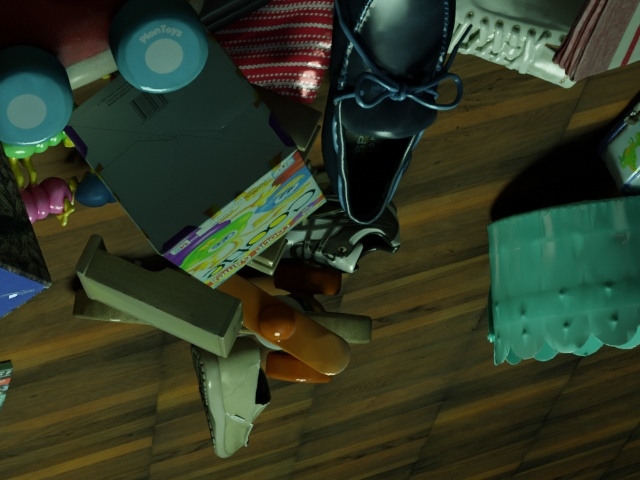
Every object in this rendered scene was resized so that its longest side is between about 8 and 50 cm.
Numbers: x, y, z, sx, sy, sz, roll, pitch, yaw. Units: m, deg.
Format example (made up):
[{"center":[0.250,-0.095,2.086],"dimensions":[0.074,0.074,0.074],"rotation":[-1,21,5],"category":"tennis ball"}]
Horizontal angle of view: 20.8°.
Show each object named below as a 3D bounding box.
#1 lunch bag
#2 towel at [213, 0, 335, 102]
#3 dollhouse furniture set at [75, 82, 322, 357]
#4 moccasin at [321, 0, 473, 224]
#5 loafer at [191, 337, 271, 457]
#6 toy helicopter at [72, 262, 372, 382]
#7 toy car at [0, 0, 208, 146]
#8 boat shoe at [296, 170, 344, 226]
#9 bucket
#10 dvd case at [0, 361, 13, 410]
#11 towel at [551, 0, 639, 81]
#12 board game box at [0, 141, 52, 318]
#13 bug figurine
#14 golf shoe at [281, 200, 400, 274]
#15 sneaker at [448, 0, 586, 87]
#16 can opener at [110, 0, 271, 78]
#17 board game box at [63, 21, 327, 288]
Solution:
[{"center":[0.464,-0.128,2.173],"dimensions":[0.219,0.090,0.176],"rotation":[-3,147,-37],"category":"lunch bag"},{"center":[-0.044,-0.212,1.659],"dimensions":[0.198,0.031,0.275],"rotation":[-6,150,-30],"category":"towel"},{"center":[-0.118,-0.030,1.761],"dimensions":[0.212,0.161,0.242],"rotation":[95,20,-74],"category":"dollhouse furniture set"},{"center":[0.075,-0.143,1.680],"dimensions":[0.137,0.117,0.342],"rotation":[-4,146,-5],"category":"moccasin"},{"center":[-0.112,0.210,2.334],"dimensions":[0.092,0.102,0.268],"rotation":[-14,153,-6],"category":"loafer"},{"center":[-0.108,0.093,2.026],"dimensions":[0.355,0.140,0.235],"rotation":[6,-179,-19],"category":"toy helicopter"},{"center":[-0.217,-0.239,1.332],"dimensions":[0.210,0.219,0.238],"rotation":[-22,126,-2],"category":"toy car"},{"center":[-0.027,-0.041,1.979],"dimensions":[0.152,0.049,0.056],"rotation":[-19,154,-11],"category":"boat shoe"},{"center":[0.343,0.051,2.225],"dimensions":[0.281,0.183,0.281],"rotation":[-7,174,-1],"category":"bucket"},{"center":[-0.426,0.189,2.133],"dimensions":[0.087,0.013,0.119],"rotation":[-11,151,-24],"category":"dvd case"},{"center":[0.375,-0.289,1.721],"dimensions":[0.329,0.037,0.237],"rotation":[-20,143,-42],"category":"towel"},{"center":[-0.366,-0.076,1.347],"dimensions":[0.141,0.291,0.232],"rotation":[-32,154,16],"category":"board game box"},{"center":[-0.218,-0.091,1.642],"dimensions":[0.216,0.072,0.279],"rotation":[-24,158,-29],"category":"bug figurine"},{"center":[0.000,0.000,2.032],"dimensions":[0.198,0.094,0.077],"rotation":[-19,155,-6],"category":"golf shoe"},{"center":[0.202,-0.214,1.755],"dimensions":[0.290,0.123,0.106],"rotation":[-9,153,-25],"category":"sneaker"},{"center":[-0.178,-0.189,1.498],"dimensions":[0.283,0.095,0.076],"rotation":[-29,176,-8],"category":"can opener"},{"center":[-0.101,-0.066,1.517],"dimensions":[0.144,0.142,0.275],"rotation":[-38,172,0],"category":"board game box"}]
